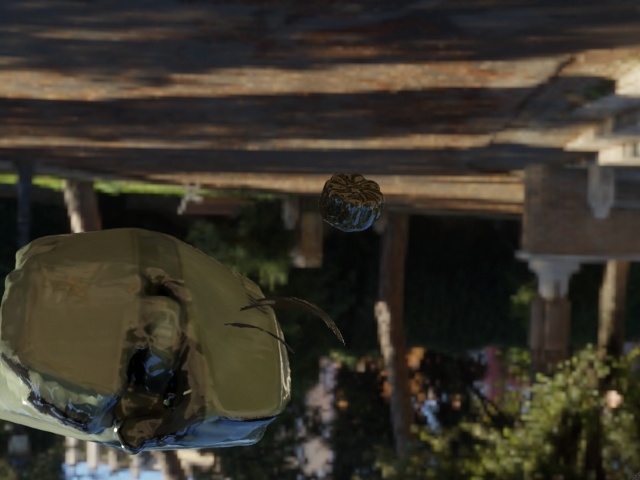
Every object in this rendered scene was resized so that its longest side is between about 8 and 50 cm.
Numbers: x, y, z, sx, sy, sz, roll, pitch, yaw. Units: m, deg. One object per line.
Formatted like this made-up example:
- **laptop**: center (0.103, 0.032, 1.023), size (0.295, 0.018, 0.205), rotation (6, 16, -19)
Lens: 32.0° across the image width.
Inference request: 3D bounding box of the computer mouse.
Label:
- **computer mouse**: center (-0.151, 0.066, 0.899), size (0.228, 0.145, 0.429), rotation (11, -177, -15)

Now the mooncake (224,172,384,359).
- **mooncake**: center (-0.002, 0.013, 0.809), size (0.150, 0.057, 0.347), rotation (5, -162, -10)

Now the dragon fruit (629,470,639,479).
- **dragon fruit**: center (0.294, 0.262, 0.825), size (0.221, 0.204, 0.283), rotation (-14, -168, -25)
